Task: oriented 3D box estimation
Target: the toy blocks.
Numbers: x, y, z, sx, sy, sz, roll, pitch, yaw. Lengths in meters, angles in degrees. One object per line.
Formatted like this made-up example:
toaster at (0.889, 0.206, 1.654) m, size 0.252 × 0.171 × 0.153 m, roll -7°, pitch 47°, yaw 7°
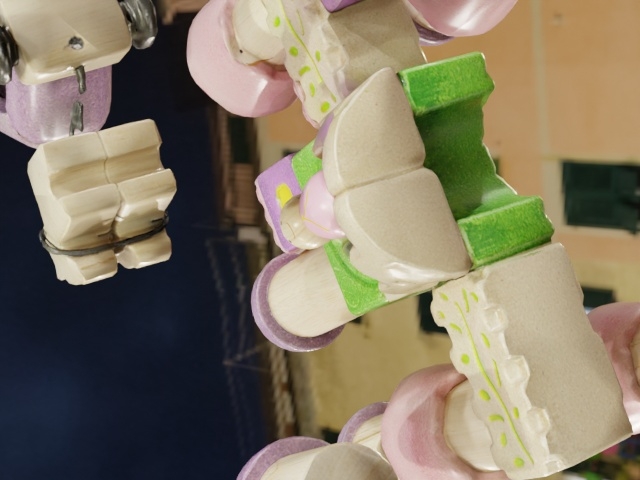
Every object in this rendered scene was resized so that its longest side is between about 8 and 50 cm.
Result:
toy blocks at (0.000, 0.000, 0.615) m, size 0.309 × 0.260 × 0.288 m, roll -19°, pitch -95°, yaw -27°
